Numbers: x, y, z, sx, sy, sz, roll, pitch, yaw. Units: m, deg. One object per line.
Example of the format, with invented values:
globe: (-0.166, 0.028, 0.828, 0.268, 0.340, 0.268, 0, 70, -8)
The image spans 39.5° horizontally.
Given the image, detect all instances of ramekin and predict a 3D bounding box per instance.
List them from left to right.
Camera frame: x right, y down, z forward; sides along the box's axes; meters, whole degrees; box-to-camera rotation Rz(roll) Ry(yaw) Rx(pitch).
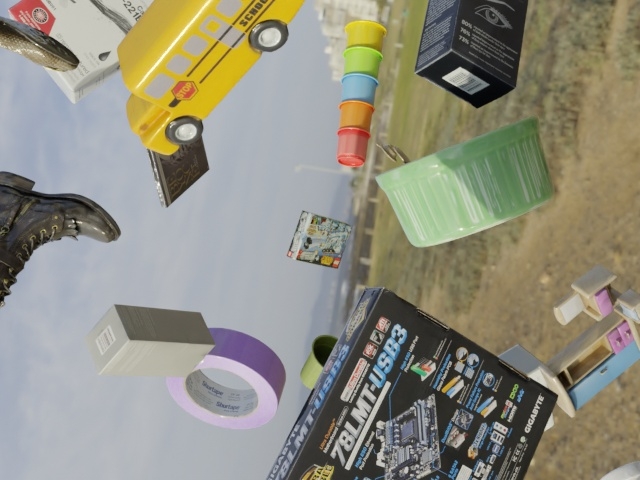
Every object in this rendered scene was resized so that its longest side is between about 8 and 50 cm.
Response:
ramekin: (0.264, -0.100, 1.583, 0.303, 0.303, 0.148, -61, -50, -86)

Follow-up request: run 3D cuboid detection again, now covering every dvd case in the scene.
dvd case: (-0.339, -0.199, 2.141, 0.221, 0.018, 0.165, -52, -41, -53)

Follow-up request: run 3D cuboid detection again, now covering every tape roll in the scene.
tape roll: (-0.224, 0.332, 2.126, 0.090, 0.274, 0.275, -71, -8, -46)

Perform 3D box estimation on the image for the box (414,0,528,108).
box: (0.272, -0.369, 1.590, 0.108, 0.153, 0.207, -24, 47, 56)

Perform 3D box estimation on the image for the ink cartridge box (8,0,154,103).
ink cartridge box: (-0.437, -0.434, 1.749, 0.273, 0.197, 0.114, -40, 7, -15)

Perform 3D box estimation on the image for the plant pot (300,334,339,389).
plant pot: (0.004, 0.221, 1.554, 0.079, 0.083, 0.083, -55, 15, 38)

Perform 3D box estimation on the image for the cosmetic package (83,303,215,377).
cosmetic package: (-0.355, 0.215, 1.877, 0.127, 0.238, 0.107, -46, 58, 24)

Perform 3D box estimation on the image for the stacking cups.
stacking cups: (0.090, -0.317, 1.936, 0.096, 0.096, 0.316, 94, 180, -76)

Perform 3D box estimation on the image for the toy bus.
toy bus: (-0.146, -0.261, 1.128, 0.332, 0.130, 0.108, -42, 48, 27)

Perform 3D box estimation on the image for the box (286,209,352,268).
box: (0.000, 0.000, 1.717, 0.137, 0.027, 0.094, 15, -85, -52)

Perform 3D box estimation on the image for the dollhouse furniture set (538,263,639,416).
dollhouse furniture set: (0.567, 0.257, 1.607, 0.286, 0.198, 0.303, 56, 173, -36)

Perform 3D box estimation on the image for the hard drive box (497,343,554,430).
hard drive box: (0.354, 0.352, 1.827, 0.089, 0.232, 0.181, 42, 154, 54)

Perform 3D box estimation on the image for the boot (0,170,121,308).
boot: (-0.494, 0.017, 1.494, 0.091, 0.263, 0.229, 110, 179, -56)

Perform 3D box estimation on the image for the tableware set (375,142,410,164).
tableware set: (0.199, -0.170, 2.081, 0.020, 0.169, 0.141, -41, -24, 16)

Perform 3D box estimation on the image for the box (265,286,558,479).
box: (0.118, 0.254, 1.115, 0.296, 0.293, 0.073, -63, 15, -14)

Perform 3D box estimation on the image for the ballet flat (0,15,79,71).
ballet flat: (-0.520, -0.332, 1.463, 0.058, 0.249, 0.084, -58, 31, 18)

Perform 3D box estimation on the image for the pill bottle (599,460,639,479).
pill bottle: (0.724, 0.632, 1.932, 0.162, 0.162, 0.278, 98, 158, -52)
